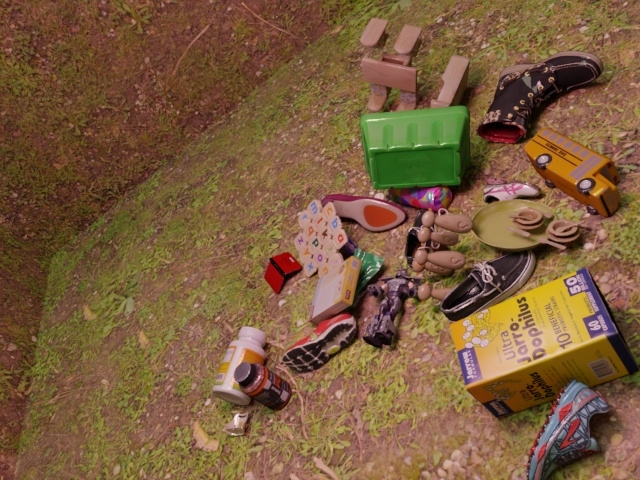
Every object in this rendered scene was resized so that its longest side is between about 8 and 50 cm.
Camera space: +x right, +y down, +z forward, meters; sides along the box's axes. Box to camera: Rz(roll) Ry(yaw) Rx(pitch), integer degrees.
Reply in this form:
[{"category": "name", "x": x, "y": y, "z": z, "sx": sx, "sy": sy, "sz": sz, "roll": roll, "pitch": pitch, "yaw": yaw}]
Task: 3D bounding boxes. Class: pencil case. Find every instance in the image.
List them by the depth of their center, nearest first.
[{"category": "pencil case", "x": 0.337, "y": -0.162, "z": 2.082, "sx": 0.236, "sy": 0.104, "sz": 0.104, "roll": 18, "pitch": 69, "yaw": 48}]

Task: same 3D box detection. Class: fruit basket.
[{"category": "fruit basket", "x": 0.330, "y": -0.337, "z": 2.079, "sx": 0.393, "sy": 0.282, "sz": 0.392, "roll": -7, "pitch": 39, "yaw": 6}]

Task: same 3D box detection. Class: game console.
[{"category": "game console", "x": -0.146, "y": 0.125, "z": 2.342, "sx": 0.124, "sy": 0.085, "sz": 0.144, "roll": -21, "pitch": 34, "yaw": -19}]

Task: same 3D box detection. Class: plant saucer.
[{"category": "plant saucer", "x": 0.562, "y": -0.039, "z": 1.752, "sx": 0.241, "sy": 0.037, "sz": 0.241, "roll": -9, "pitch": 35, "yaw": 6}]

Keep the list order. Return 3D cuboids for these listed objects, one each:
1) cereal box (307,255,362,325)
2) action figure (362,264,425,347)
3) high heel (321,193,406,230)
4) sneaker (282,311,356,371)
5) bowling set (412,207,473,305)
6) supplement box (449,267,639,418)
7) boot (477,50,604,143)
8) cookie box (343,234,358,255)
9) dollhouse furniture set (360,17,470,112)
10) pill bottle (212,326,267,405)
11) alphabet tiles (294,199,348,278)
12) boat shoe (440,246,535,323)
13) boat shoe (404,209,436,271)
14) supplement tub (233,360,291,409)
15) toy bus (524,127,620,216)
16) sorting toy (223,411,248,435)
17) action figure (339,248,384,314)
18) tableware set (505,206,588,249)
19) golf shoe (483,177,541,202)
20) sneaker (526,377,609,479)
[{"category": "cereal box", "x": 0.046, "y": 0.171, "z": 2.017, "sx": 0.240, "sy": 0.047, "sz": 0.172, "roll": -40, "pitch": 29, "yaw": 54}, {"category": "action figure", "x": 0.223, "y": 0.191, "z": 1.873, "sx": 0.185, "sy": 0.099, "sz": 0.285, "roll": -14, "pitch": 43, "yaw": 47}, {"category": "high heel", "x": 0.162, "y": -0.126, "z": 2.228, "sx": 0.378, "sy": 0.127, "sz": 0.181, "roll": 8, "pitch": 25, "yaw": 28}, {"category": "sneaker", "x": 0.000, "y": 0.330, "z": 1.973, "sx": 0.279, "sy": 0.107, "sz": 0.118, "roll": -32, "pitch": 21, "yaw": 12}, {"category": "bowling set", "x": 0.337, "y": 0.043, "z": 1.825, "sx": 0.200, "sy": 0.154, "sz": 0.286, "roll": -153, "pitch": 71, "yaw": -78}, {"category": "supplement box", "x": 0.527, "y": 0.254, "z": 1.447, "sx": 0.357, "sy": 0.195, "sz": 0.194, "roll": -28, "pitch": 41, "yaw": 22}, {"category": "boot", "x": 0.708, "y": -0.467, "z": 1.983, "sx": 0.377, "sy": 0.138, "sz": 0.284, "roll": 8, "pitch": 61, "yaw": 51}, {"category": "cookie box", "x": 0.080, "y": -0.006, "z": 2.186, "sx": 0.040, "sy": 0.092, "sz": 0.107, "roll": -42, "pitch": 38, "yaw": 0}, {"category": "dollhouse furniture set", "x": 0.332, "y": -0.586, "z": 2.286, "sx": 0.394, "sy": 0.362, "sz": 0.256, "roll": 18, "pitch": 64, "yaw": 17}, {"category": "pill bottle", "x": -0.269, "y": 0.429, "z": 2.078, "sx": 0.136, "sy": 0.136, "sz": 0.245, "roll": -8, "pitch": 51, "yaw": 38}, {"category": "alphabet tiles", "x": 0.000, "y": 0.000, "z": 2.186, "sx": 0.278, "sy": 0.021, "sz": 0.284, "roll": -46, "pitch": 56, "yaw": 44}, {"category": "boat shoe", "x": 0.468, "y": 0.113, "z": 1.704, "sx": 0.306, "sy": 0.105, "sz": 0.113, "roll": -38, "pitch": 38, "yaw": 9}, {"category": "boat shoe", "x": 0.325, "y": -0.014, "z": 1.978, "sx": 0.084, "sy": 0.079, "sz": 0.233, "roll": -12, "pitch": 47, "yaw": 38}, {"category": "supplement tub", "x": -0.188, "y": 0.460, "z": 1.924, "sx": 0.106, "sy": 0.198, "sz": 0.106, "roll": -24, "pitch": 43, "yaw": 25}, {"category": "toy bus", "x": 0.735, "y": -0.202, "z": 1.743, "sx": 0.130, "sy": 0.108, "sz": 0.332, "roll": -41, "pitch": 37, "yaw": 3}, {"category": "sorting toy", "x": -0.268, "y": 0.605, "z": 1.998, "sx": 0.083, "sy": 0.045, "sz": 0.075, "roll": -17, "pitch": 38, "yaw": 33}, {"category": "action figure", "x": 0.120, "y": 0.150, "z": 2.031, "sx": 0.137, "sy": 0.063, "sz": 0.232, "roll": 18, "pitch": 76, "yaw": 48}, {"category": "tableware set", "x": 0.627, "y": -0.051, "z": 1.679, "sx": 0.128, "sy": 0.039, "sz": 0.194, "roll": -35, "pitch": 40, "yaw": -27}, {"category": "golf shoe", "x": 0.594, "y": -0.146, "z": 1.868, "sx": 0.186, "sy": 0.068, "sz": 0.085, "roll": 11, "pitch": 88, "yaw": 49}, {"category": "sneaker", "x": 0.547, "y": 0.445, "z": 1.326, "sx": 0.125, "sy": 0.104, "sz": 0.261, "roll": 27, "pitch": 91, "yaw": 27}]
